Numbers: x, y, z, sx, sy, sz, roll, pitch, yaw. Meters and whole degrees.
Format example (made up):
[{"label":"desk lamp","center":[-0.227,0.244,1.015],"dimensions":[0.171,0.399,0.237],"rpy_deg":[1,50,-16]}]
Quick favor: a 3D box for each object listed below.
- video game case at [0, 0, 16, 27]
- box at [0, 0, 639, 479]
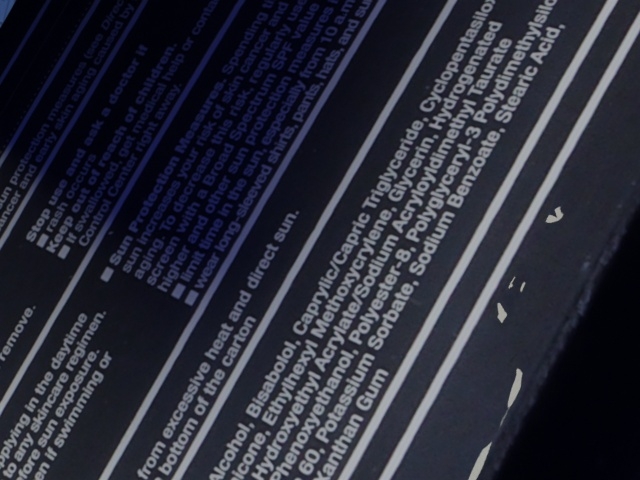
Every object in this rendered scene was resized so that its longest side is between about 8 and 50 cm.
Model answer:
[{"label":"video game case","center":[-0.198,-0.024,0.764],"dimensions":[0.300,0.036,0.329],"rpy_deg":[21,127,-3]},{"label":"box","center":[-0.001,0.052,0.526],"dimensions":[0.294,0.296,0.182],"rpy_deg":[24,171,47]}]
